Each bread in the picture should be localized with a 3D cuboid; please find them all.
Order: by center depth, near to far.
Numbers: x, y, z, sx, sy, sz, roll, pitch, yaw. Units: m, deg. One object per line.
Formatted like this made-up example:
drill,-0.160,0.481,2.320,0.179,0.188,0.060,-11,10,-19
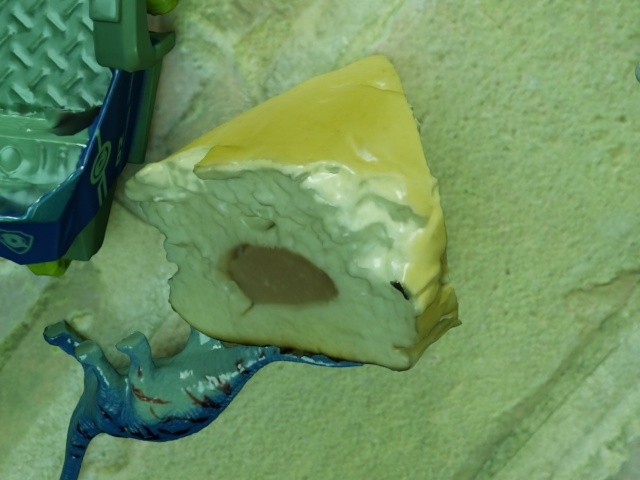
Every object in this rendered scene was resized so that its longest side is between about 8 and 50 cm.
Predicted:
bread,-0.009,0.006,1.255,0.224,0.211,0.183,-20,118,-3

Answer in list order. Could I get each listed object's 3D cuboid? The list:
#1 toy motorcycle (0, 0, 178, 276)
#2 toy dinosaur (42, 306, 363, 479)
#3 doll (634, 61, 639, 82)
toy motorcycle,-0.208,-0.111,1.270,0.191,0.200,0.326,6,109,7
toy dinosaur,-0.139,0.113,1.406,0.329,0.076,0.144,-28,108,20
doll,0.326,-0.164,1.227,0.227,0.075,0.102,-23,114,5
